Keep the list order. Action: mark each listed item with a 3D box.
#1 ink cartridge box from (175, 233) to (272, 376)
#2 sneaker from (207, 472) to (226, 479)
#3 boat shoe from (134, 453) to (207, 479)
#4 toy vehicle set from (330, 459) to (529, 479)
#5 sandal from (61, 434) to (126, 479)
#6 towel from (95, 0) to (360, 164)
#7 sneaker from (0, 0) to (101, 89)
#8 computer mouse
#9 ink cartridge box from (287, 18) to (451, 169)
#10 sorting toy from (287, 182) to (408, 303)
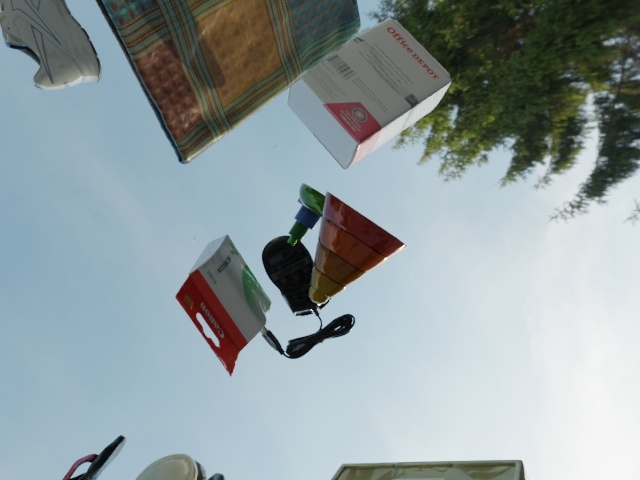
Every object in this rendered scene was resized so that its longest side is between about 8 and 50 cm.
[{"bbox_3d":[-0.168,0.109,0.876,0.056,0.225,0.181,-26,-71,10],"label":"ink cartridge box"},{"bbox_3d":[-0.279,0.676,1.075,0.106,0.101,0.267,41,-108,-10],"label":"sneaker"},{"bbox_3d":[-0.321,0.518,0.888,0.324,0.116,0.096,-44,-53,10],"label":"boat shoe"},{"bbox_3d":[0.109,0.335,0.580,0.166,0.266,0.035,-22,-86,-59],"label":"toy vehicle set"},{"bbox_3d":[-0.390,0.383,0.782,0.040,0.179,0.067,32,-74,2],"label":"sandal"},{"bbox_3d":[-0.082,-0.299,0.605,0.370,0.040,0.271,-46,-32,-22],"label":"towel"},{"bbox_3d":[-0.504,-0.406,0.820,0.129,0.111,0.297,-31,-73,-22],"label":"sneaker"},{"bbox_3d":[-0.065,0.119,0.985,0.184,0.060,0.262,-33,-72,5],"label":"computer mouse"},{"bbox_3d":[0.104,-0.316,1.011,0.283,0.117,0.207,-36,-101,-22],"label":"ink cartridge box"},{"bbox_3d":[0.000,0.000,0.700,0.127,0.365,0.126,32,-87,-16],"label":"sorting toy"}]
